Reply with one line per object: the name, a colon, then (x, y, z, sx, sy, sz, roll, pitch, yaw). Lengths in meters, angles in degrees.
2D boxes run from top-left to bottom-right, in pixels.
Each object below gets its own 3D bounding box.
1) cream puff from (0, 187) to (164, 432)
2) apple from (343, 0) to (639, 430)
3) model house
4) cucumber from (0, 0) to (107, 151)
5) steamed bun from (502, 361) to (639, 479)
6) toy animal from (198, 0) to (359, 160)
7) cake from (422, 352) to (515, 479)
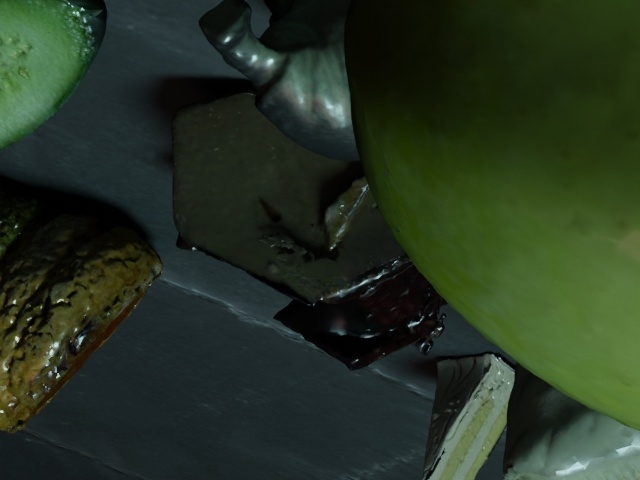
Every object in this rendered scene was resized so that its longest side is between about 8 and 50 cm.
cream puff: (-0.232, 0.027, 1.444, 0.169, 0.183, 0.183, 42, 153, 1)
apple: (0.174, -0.087, 0.702, 0.357, 0.357, 0.357, 14, 155, 7)
model house: (0.000, -0.011, 1.269, 0.203, 0.141, 0.164, 32, -178, 17)
cucumber: (-0.201, -0.121, 1.197, 0.115, 0.063, 0.244, 37, 149, -26)
steamed bun: (0.219, 0.104, 1.318, 0.218, 0.144, 0.211, -21, 155, 7)
toy animal: (0.109, -0.106, 0.994, 0.343, 0.106, 0.168, 2, 151, 21)
cake: (0.105, 0.149, 1.498, 0.065, 0.121, 0.052, 2, 146, 46)
